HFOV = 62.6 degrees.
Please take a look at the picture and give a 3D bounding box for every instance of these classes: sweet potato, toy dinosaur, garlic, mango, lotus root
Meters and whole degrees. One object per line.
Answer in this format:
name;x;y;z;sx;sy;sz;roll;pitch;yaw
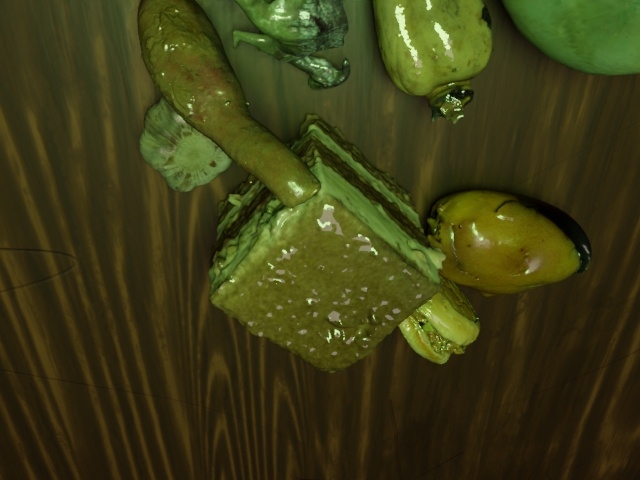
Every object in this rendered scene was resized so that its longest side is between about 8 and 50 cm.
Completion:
sweet potato;-0.138;-0.184;0.668;0.109;0.385;0.109;-30;163;-10
toy dinosaur;-0.041;-0.279;0.676;0.162;0.294;0.077;9;88;6
garlic;-0.199;-0.157;0.794;0.147;0.102;0.159;-12;135;-15
mango;0.313;0.008;0.920;0.287;0.153;0.201;21;108;-19
lotus root;0.152;-0.296;0.725;0.154;0.140;0.257;-13;113;18

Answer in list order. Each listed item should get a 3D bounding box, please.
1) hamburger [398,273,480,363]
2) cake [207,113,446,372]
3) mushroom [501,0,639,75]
hamburger;0.189;0.113;0.936;0.213;0.214;0.108;37;112;-25
cake;0.000;0.000;0.806;0.282;0.290;0.256;37;110;-21
mushroom;0.364;-0.369;0.608;0.352;0.260;0.352;26;149;17
